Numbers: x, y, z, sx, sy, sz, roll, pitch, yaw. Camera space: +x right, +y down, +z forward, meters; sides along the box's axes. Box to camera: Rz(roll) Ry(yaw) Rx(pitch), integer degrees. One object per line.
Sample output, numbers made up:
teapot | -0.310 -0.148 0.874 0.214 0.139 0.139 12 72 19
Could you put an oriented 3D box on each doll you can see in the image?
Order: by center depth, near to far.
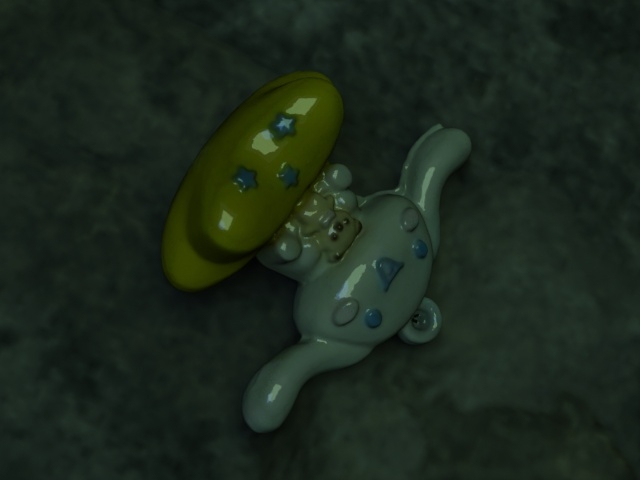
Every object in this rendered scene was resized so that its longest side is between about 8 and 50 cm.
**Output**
doll | -0.004 0.006 0.664 0.113 0.071 0.135 18 79 -23
